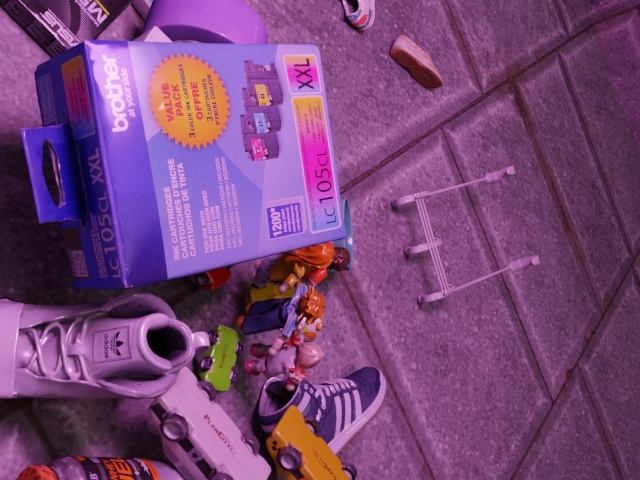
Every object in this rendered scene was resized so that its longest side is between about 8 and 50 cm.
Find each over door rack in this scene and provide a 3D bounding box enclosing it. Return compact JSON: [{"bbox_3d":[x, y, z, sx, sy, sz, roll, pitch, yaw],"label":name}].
[{"bbox_3d":[0.317,-0.012,1.616,0.324,0.108,0.240,-16,90,-28],"label":"over door rack"}]

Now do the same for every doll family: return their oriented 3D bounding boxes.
[{"bbox_3d":[-0.046,0.083,1.081,0.118,0.163,0.263,39,53,-33],"label":"doll family"}]

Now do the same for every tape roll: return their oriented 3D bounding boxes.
[{"bbox_3d":[-0.179,-0.295,1.109,0.189,0.188,0.080,31,56,-38],"label":"tape roll"}]

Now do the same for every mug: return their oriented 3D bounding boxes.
[{"bbox_3d":[0.000,-0.009,1.264,0.158,0.097,0.130,7,80,-80],"label":"mug"}]

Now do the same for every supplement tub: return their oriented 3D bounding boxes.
[{"bbox_3d":[-0.269,0.324,0.881,0.190,0.117,0.117,19,65,-44],"label":"supplement tub"}]

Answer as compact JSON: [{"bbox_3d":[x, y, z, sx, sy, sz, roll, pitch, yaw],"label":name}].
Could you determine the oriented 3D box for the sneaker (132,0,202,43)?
[{"bbox_3d":[-0.228,-0.430,1.125,0.366,0.150,0.135,42,52,-32],"label":"sneaker"}]

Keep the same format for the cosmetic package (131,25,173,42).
[{"bbox_3d":[-0.241,-0.169,1.032,0.183,0.151,0.152,44,51,-32],"label":"cosmetic package"}]

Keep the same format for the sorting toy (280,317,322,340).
[{"bbox_3d":[-0.039,0.131,1.259,0.075,0.045,0.083,3,75,-28],"label":"sorting toy"}]

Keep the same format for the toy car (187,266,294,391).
[{"bbox_3d":[-0.150,0.123,1.121,0.239,0.053,0.225,33,56,-36],"label":"toy car"}]

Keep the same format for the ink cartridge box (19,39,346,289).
[{"bbox_3d":[-0.171,-0.095,0.879,0.395,0.151,0.270,-13,96,-40],"label":"ink cartridge box"}]

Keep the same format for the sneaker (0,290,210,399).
[{"bbox_3d":[-0.309,0.118,0.826,0.365,0.210,0.138,12,70,-45],"label":"sneaker"}]

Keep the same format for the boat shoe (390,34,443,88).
[{"bbox_3d":[0.234,-0.422,1.700,0.170,0.063,0.059,32,62,-37],"label":"boat shoe"}]

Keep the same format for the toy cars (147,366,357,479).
[{"bbox_3d":[-0.090,0.308,1.010,0.393,0.087,0.177,31,32,-40],"label":"toy cars"}]

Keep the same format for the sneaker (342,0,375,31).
[{"bbox_3d":[0.079,-0.540,1.567,0.075,0.057,0.162,15,71,-51],"label":"sneaker"}]

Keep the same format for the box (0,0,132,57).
[{"bbox_3d":[-0.375,-0.373,1.025,0.191,0.045,0.184,48,45,-27],"label":"box"}]

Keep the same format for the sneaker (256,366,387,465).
[{"bbox_3d":[0.004,0.261,1.216,0.282,0.099,0.153,-39,110,-43],"label":"sneaker"}]
